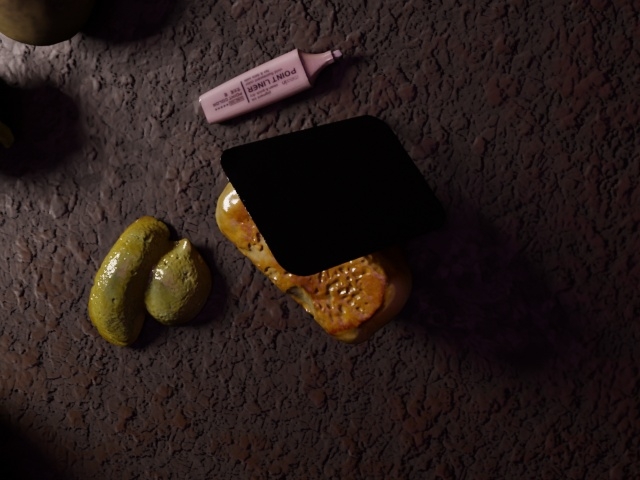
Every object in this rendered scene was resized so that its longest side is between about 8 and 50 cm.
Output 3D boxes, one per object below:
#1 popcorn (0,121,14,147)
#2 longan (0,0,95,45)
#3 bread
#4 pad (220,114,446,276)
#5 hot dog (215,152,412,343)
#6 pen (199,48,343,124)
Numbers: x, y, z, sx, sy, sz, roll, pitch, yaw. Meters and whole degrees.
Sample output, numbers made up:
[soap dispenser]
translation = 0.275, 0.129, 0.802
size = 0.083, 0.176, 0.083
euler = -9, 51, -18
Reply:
[popcorn]
translation = -0.507, -0.162, 1.230
size = 0.198, 0.197, 0.155
euler = -11, 97, 11
[longan]
translation = -0.363, -0.336, 1.184
size = 0.167, 0.167, 0.187
euler = -20, 104, 12
[bread]
translation = -0.235, 0.071, 1.275
size = 0.149, 0.065, 0.187
euler = 32, 100, -1
[pad]
translation = 0.022, -0.060, 1.116
size = 0.181, 0.267, 0.004
euler = 59, 141, 16
[hot dog]
translation = 0.000, 0.000, 1.173
size = 0.257, 0.153, 0.150
euler = 43, 108, 2
[pen]
translation = -0.061, -0.203, 1.219
size = 0.197, 0.032, 0.053
euler = -22, 93, 14
